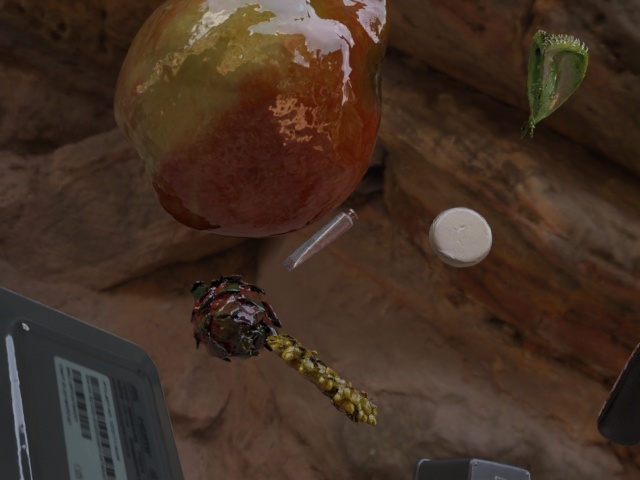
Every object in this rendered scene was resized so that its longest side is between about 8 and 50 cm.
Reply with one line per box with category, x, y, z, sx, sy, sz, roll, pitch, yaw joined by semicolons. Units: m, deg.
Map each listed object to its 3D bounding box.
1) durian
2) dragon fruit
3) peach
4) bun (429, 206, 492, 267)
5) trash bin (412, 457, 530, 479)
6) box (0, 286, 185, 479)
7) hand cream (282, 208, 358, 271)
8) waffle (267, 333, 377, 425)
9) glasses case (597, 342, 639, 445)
durian;0.325;-0.234;1.110;0.086;0.100;0.215;33;-19;23
dragon fruit;-0.182;0.166;1.583;0.182;0.182;0.189;13;28;-22
peach;-0.047;-0.130;0.661;0.232;0.256;0.232;52;7;-9
bun;0.306;0.001;1.688;0.138;0.138;0.094;22;-21;11
trash bin;0.305;0.516;1.610;0.176;0.101;0.236;19;-26;-22
box;-0.299;0.254;0.946;0.373;0.090;0.367;39;24;-54
hand cream;0.000;0.000;1.817;0.043;0.209;0.067;53;-3;-25
waffle;0.004;0.237;1.342;0.228;0.051;0.231;39;-4;-23
glasses case;0.676;0.324;1.619;0.103;0.267;0.067;24;29;12
